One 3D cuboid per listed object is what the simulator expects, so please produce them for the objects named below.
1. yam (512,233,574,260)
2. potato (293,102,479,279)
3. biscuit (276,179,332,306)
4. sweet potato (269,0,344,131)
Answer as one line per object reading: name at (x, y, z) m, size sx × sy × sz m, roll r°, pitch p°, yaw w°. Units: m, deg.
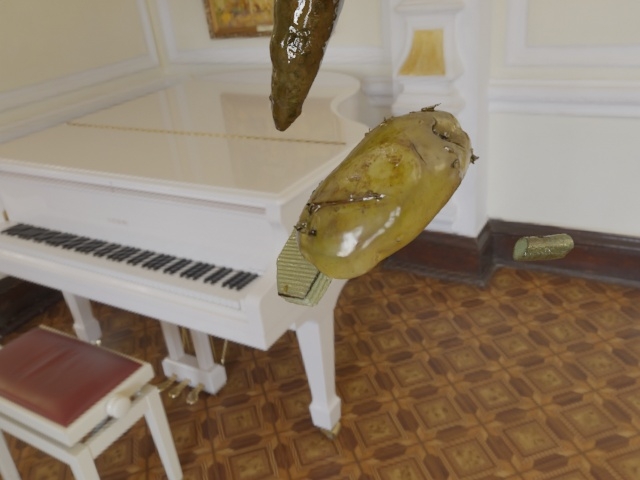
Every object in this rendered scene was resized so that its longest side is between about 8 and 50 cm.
yam at (0.375, 0.012, 0.989) m, size 0.094 × 0.043 × 0.043 m, roll -2°, pitch 26°, yaw -5°
potato at (0.095, -0.073, 0.831) m, size 0.300 × 0.140 × 0.173 m, roll -43°, pitch 32°, yaw -10°
biscuit at (0.000, 0.000, 1.044) m, size 0.150 × 0.052 × 0.252 m, roll -2°, pitch 56°, yaw 55°
sweet potato at (-0.024, -0.378, 0.963) m, size 0.130 × 0.423 × 0.130 m, roll 11°, pitch 19°, yaw -4°
